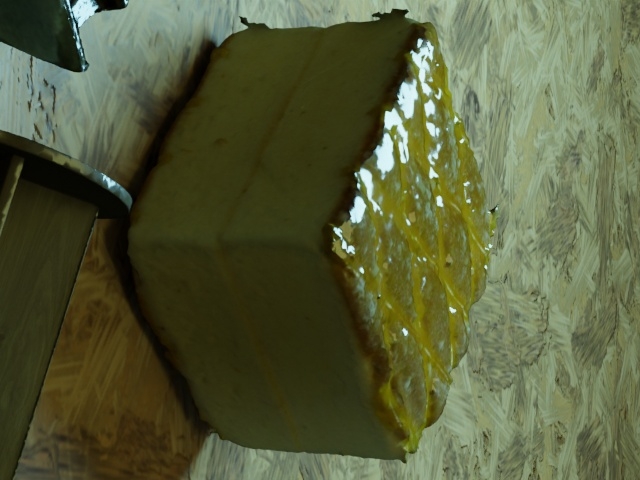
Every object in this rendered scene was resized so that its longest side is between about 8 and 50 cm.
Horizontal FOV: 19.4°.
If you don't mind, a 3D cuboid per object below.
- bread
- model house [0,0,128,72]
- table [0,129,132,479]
[{"bbox_3d":[0.000,0.000,1.535,0.279,0.207,0.279,69,32,-43],"label":"bread"},{"bbox_3d":[-0.185,-0.218,1.231,0.152,0.106,0.165,-55,144,-48],"label":"model house"},{"bbox_3d":[-0.226,0.056,1.122,0.167,0.167,0.227,37,66,-61],"label":"table"}]
